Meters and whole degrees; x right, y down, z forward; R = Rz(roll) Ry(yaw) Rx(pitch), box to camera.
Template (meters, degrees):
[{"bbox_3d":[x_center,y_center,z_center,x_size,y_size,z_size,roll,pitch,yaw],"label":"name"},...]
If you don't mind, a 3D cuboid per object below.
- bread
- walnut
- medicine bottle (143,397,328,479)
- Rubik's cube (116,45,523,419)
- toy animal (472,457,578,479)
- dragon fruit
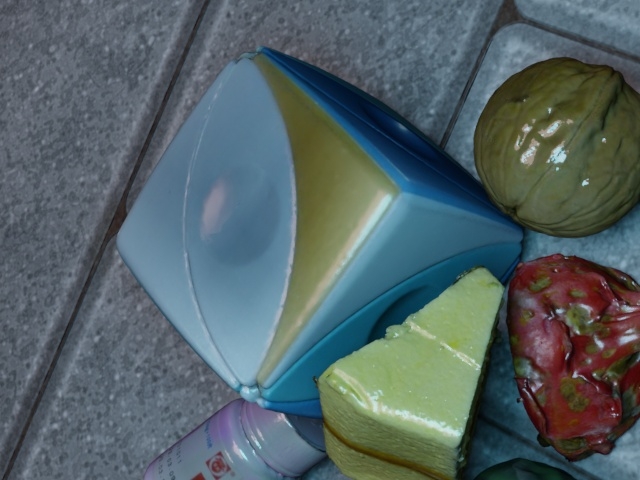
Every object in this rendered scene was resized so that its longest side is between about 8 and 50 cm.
[{"bbox_3d":[0.118,0.163,1.911,0.198,0.263,0.236,20,63,13],"label":"bread"},{"bbox_3d":[0.300,-0.115,1.928,0.228,0.228,0.228,-8,75,33],"label":"walnut"},{"bbox_3d":[-0.108,0.300,2.146,0.254,0.152,0.152,-38,61,21],"label":"medicine bottle"},{"bbox_3d":[0.000,0.000,2.016,0.352,0.351,0.347,45,106,30],"label":"Rubik's cube"},{"bbox_3d":[0.242,0.424,1.828,0.191,0.216,0.338,155,122,-74],"label":"toy animal"},{"bbox_3d":[0.335,0.114,1.897,0.211,0.134,0.262,-19,69,25],"label":"dragon fruit"}]
